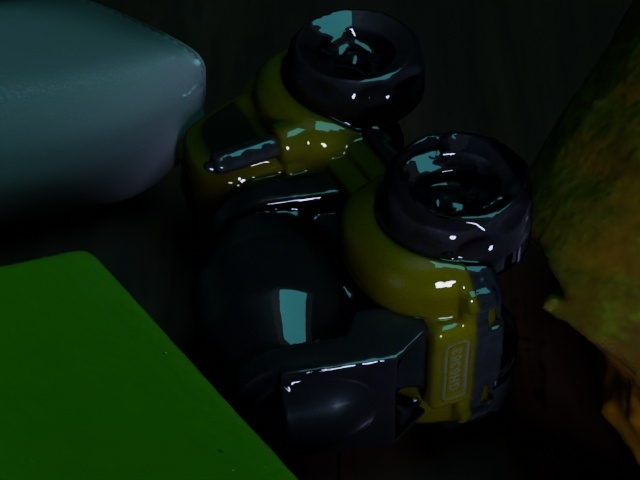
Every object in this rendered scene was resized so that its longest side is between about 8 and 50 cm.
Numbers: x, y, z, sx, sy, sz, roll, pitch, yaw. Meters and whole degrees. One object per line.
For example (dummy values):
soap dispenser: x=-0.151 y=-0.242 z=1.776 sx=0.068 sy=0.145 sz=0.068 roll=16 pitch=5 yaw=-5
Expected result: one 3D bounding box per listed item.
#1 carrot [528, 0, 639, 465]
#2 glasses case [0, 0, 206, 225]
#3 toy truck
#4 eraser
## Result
carrot: x=0.226 y=-0.001 z=0.955 sx=0.241 sy=0.341 sz=0.241 roll=30 pitch=-3 yaw=1
glasses case: x=-0.205 y=-0.054 z=0.890 sx=0.308 sy=0.083 sz=0.128 roll=-16 pitch=47 yaw=-44
toy truck: x=0.000 y=0.000 z=0.919 sx=0.165 sy=0.147 sz=0.224 roll=-17 pitch=48 yaw=-16
eraser: x=-0.101 y=0.134 z=0.712 sx=0.210 sy=0.092 sz=0.274 roll=-13 pitch=50 yaw=-42
